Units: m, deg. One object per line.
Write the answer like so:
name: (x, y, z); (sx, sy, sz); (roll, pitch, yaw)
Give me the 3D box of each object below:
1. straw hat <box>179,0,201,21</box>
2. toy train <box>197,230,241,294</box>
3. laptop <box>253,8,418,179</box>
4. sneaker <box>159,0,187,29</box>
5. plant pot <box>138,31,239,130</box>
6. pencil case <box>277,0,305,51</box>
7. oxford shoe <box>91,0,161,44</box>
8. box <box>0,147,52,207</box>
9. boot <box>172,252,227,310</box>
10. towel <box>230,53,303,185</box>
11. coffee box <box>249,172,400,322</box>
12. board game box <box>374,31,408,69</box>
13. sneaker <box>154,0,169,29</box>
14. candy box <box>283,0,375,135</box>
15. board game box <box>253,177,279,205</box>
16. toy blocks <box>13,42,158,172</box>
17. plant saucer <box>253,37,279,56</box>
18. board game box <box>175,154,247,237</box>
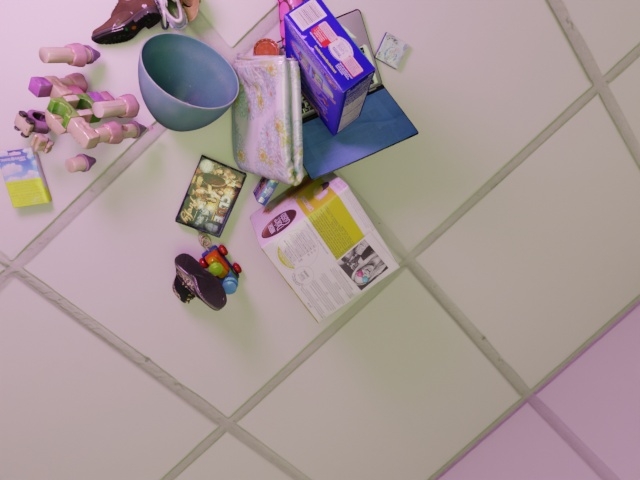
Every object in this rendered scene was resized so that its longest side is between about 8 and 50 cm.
straw hat: (-0.393, -0.731, 1.518); (0.061, 0.144, 0.145); (-37, 122, -44)
toy train: (-0.372, 0.071, 1.770); (0.105, 0.143, 0.248); (-34, 114, -1)
laptop: (0.048, -0.473, 1.630); (0.381, 0.236, 0.408); (-24, 113, -5)
sneaker: (-0.441, -0.706, 1.459); (0.071, 0.083, 0.191); (-31, 107, -5)
plant pot: (-0.416, -0.444, 1.532); (0.290, 0.291, 0.195); (24, 140, -20)
pencil case: (-0.091, -0.698, 1.580); (0.095, 0.098, 0.210); (-10, 99, -44)
oxford shoe: (-0.579, -0.651, 1.499); (0.227, 0.083, 0.096); (-22, 87, 10)
box: (-0.925, -0.198, 1.592); (0.108, 0.042, 0.179); (-11, 111, -11)
boot: (-0.420, 0.173, 1.747); (0.236, 0.179, 0.085); (45, 51, 12)
towel: (-0.173, -0.376, 1.567); (0.090, 0.320, 0.375); (-15, 114, -32)
coffee box: (0.000, 0.000, 1.731); (0.334, 0.338, 0.338); (-35, 114, 1)
board game box: (0.241, -0.645, 1.734); (0.089, 0.020, 0.090); (22, 102, -19)
sneaker: (-0.491, -0.699, 1.524); (0.057, 0.052, 0.136); (-11, 104, 1)
candy box: (0.016, -0.486, 1.462); (0.122, 0.317, 0.268); (-35, 85, -9)
board game box: (-0.158, -0.225, 1.722); (0.035, 0.136, 0.201); (28, 101, -21)
toy blocks: (-0.676, -0.383, 1.517); (0.288, 0.260, 0.309); (45, 121, 5)
plant saucer: (-0.172, -0.602, 1.622); (0.083, 0.013, 0.084); (0, 83, -1)
board game box: (-0.375, -0.148, 1.746); (0.164, 0.042, 0.244); (21, 103, -20)
